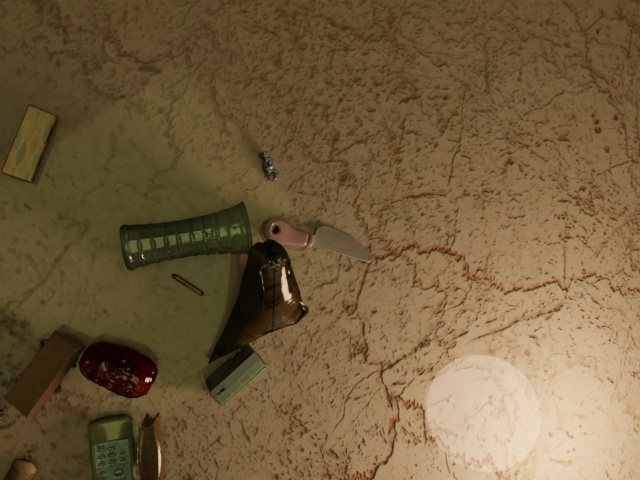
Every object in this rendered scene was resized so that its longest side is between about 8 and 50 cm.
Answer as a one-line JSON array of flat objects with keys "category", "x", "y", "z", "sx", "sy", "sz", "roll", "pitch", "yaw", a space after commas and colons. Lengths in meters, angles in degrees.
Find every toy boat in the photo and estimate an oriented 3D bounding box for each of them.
[{"category": "toy boat", "x": -0.412, "y": 0.534, "z": 1.193, "sx": 0.064, "sy": 0.072, "sz": 0.206, "roll": -3, "pitch": 80, "yaw": -3}]

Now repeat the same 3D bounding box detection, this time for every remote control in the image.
[{"category": "remote control", "x": -0.504, "y": 0.546, "z": 1.181, "sx": 0.098, "sy": 0.038, "sz": 0.234, "roll": -5, "pitch": 92, "yaw": -18}]

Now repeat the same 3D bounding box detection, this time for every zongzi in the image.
[{"category": "zongzi", "x": -0.190, "y": 0.155, "z": 1.202, "sx": 0.289, "sy": 0.123, "sz": 0.260, "roll": -27, "pitch": 133, "yaw": -13}]

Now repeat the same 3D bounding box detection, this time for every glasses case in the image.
[{"category": "glasses case", "x": -0.638, "y": 0.302, "z": 1.129, "sx": 0.102, "sy": 0.070, "sz": 0.193, "roll": 32, "pitch": 81, "yaw": 12}, {"category": "glasses case", "x": -0.672, "y": -0.223, "z": 1.125, "sx": 0.064, "sy": 0.041, "sz": 0.170, "roll": 21, "pitch": 83, "yaw": -29}]

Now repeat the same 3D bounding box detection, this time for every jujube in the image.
[{"category": "jujube", "x": -0.477, "y": 0.302, "z": 1.149, "sx": 0.176, "sy": 0.112, "sz": 0.109, "roll": 28, "pitch": 55, "yaw": -10}]

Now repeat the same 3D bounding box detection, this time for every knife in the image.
[{"category": "knife", "x": 0.000, "y": -0.003, "z": 1.360, "sx": 0.336, "sy": 0.043, "sz": 0.081, "roll": 13, "pitch": 79, "yaw": -24}]

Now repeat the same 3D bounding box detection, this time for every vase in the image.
[{"category": "vase", "x": -0.326, "y": -0.004, "z": 1.193, "sx": 0.298, "sy": 0.143, "sz": 0.143, "roll": -10, "pitch": 93, "yaw": -15}]

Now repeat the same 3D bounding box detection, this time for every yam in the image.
[{"category": "yam", "x": -0.729, "y": 0.640, "z": 1.091, "sx": 0.066, "sy": 0.066, "sz": 0.300, "roll": 24, "pitch": 83, "yaw": -17}]

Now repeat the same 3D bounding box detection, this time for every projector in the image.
[{"category": "projector", "x": -0.215, "y": 0.341, "z": 1.237, "sx": 0.147, "sy": 0.115, "sz": 0.061, "roll": -40, "pitch": 104, "yaw": -15}]

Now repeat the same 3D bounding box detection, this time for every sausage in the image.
[{"category": "sausage", "x": -0.340, "y": 0.114, "z": 1.248, "sx": 0.100, "sy": 0.015, "sz": 0.015, "roll": 36, "pitch": 79, "yaw": -15}]

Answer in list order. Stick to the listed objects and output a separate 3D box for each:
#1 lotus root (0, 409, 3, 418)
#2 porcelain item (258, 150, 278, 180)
[{"category": "lotus root", "x": -0.776, "y": 0.366, "z": 1.076, "sx": 0.150, "sy": 0.062, "sz": 0.073, "roll": 31, "pitch": 58, "yaw": -17}, {"category": "porcelain item", "x": -0.139, "y": -0.199, "z": 1.309, "sx": 0.036, "sy": 0.028, "sz": 0.083, "roll": -26, "pitch": 99, "yaw": -19}]
